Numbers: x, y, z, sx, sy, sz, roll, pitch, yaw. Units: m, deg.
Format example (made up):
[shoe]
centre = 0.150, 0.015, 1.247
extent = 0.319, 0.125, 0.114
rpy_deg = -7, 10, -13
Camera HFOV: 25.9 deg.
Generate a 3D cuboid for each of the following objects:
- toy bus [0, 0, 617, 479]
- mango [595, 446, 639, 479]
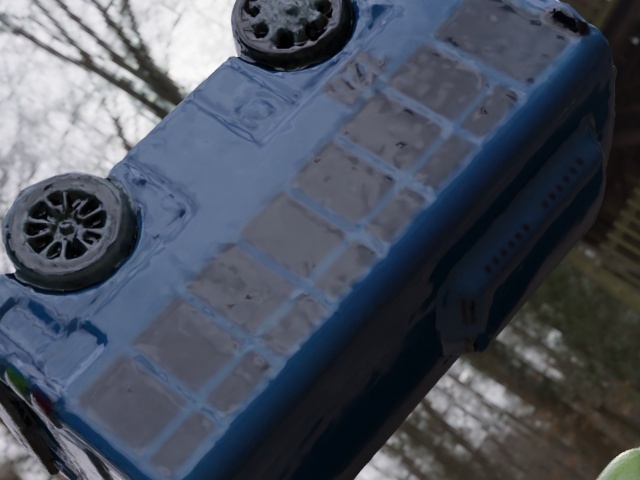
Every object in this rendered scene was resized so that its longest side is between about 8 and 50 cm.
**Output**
[toy bus]
centre = 0.000, 0.000, 0.387
extent = 0.185, 0.106, 0.090
rpy_deg = -47, -27, -19
[mango]
centre = 0.107, 0.126, 0.494
extent = 0.073, 0.056, 0.108
rpy_deg = 47, -124, -61
